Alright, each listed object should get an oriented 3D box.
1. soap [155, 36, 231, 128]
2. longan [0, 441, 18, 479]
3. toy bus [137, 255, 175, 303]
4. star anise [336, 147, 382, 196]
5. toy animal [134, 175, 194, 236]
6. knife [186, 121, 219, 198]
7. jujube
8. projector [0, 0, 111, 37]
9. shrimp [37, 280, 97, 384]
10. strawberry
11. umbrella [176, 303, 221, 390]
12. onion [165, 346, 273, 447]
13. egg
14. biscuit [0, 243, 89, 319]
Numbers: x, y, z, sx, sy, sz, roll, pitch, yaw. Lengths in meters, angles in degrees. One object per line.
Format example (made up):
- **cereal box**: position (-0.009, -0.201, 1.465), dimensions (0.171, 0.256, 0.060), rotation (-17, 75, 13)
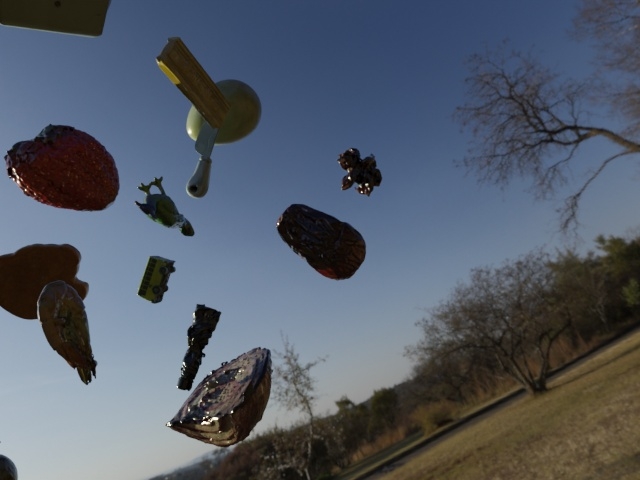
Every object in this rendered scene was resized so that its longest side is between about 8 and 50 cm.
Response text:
- **soap**: position (-0.341, -0.425, 1.157), dimensions (0.037, 0.092, 0.252), rotation (4, -26, 27)
- **longan**: position (-0.597, 0.414, 0.705), dimensions (0.145, 0.176, 0.155), rotation (13, -20, 10)
- **toy bus**: position (-0.651, 0.152, 1.668), dimensions (0.101, 0.175, 0.088), rotation (19, 0, 3)
- **star anise**: position (0.146, -0.275, 1.605), dimensions (0.190, 0.220, 0.126), rotation (2, -32, -19)
- **toy animal**: position (-0.230, -0.049, 0.625), dimensions (0.041, 0.075, 0.217), rotation (-29, -3, -7)
- **knife**: position (-0.383, -0.303, 1.400), dimensions (0.080, 0.331, 0.044), rotation (12, -4, 13)
- **jujube**: position (0.000, 0.000, 1.535), dimensions (0.216, 0.342, 0.216), rotation (-58, -1, -2)
- **projector**: position (-0.576, -0.550, 0.888), dimensions (0.242, 0.177, 0.163), rotation (-19, -22, -47)
- **shrimp**: position (-0.595, 0.227, 1.002), dimensions (0.061, 0.267, 0.145), rotation (-9, 14, -2)
- **strawberry**: position (-0.765, -0.201, 1.285), dimensions (0.250, 0.238, 0.288), rotation (-36, -67, 11)
- **umbrella**: position (-0.330, 0.283, 1.121), dimensions (0.080, 0.224, 0.071), rotation (28, -21, -37)
- **onion**: position (-0.218, 0.413, 1.117), dimensions (0.314, 0.146, 0.280), rotation (-28, 11, 36)
- **egg**: position (-0.357, -0.463, 1.551), dimensions (0.295, 0.218, 0.218), rotation (-33, -21, -18)
- **biscuit**: position (-1.080, 0.161, 1.638), dimensions (0.351, 0.057, 0.312), rotation (-25, -69, -6)
